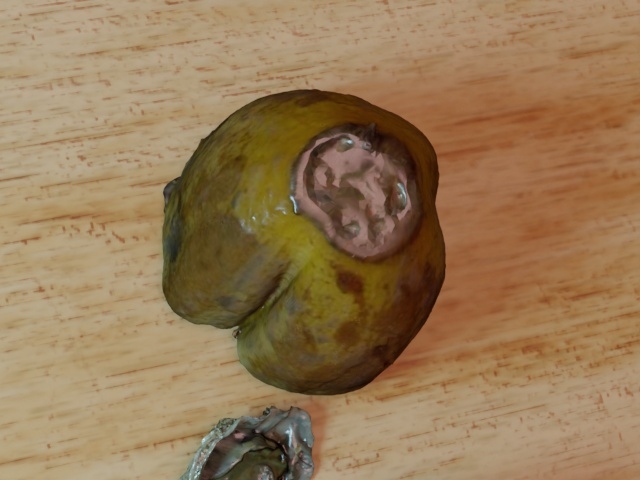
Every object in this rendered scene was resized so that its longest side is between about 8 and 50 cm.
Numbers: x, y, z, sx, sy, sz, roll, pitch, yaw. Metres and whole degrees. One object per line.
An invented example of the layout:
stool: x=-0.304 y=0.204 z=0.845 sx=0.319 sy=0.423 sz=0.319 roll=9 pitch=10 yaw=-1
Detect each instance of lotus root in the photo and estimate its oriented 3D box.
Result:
lotus root: x=-0.001 y=0.000 z=0.725 sx=0.188 sy=0.180 sz=0.199 roll=2 pitch=80 yaw=-15

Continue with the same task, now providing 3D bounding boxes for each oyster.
oyster: x=-0.053 y=0.159 z=0.767 sx=0.100 sy=0.037 sz=0.098 roll=6 pitch=99 yaw=-31
